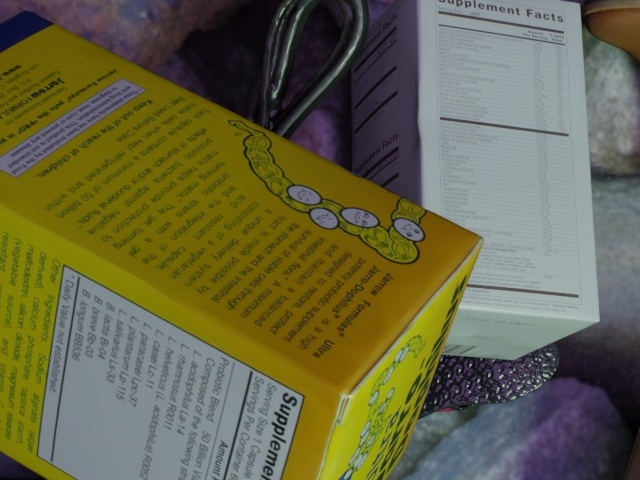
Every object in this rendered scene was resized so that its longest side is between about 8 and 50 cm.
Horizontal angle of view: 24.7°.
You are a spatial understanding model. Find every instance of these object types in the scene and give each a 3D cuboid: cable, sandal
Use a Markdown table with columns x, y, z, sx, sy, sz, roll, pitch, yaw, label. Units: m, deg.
| x | y | z | sx | sy | sz | roll | pitch | yaw | label |
| --- | --- | --- | --- | --- | --- | --- | --- | --- | --- |
| -0.061 | -0.062 | 1.061 | 0.287 | 0.072 | 0.139 | -44 | 75 | 19 | cable |
| 0.097 | 0.107 | 1.143 | 0.179 | 0.040 | 0.067 | -19 | 83 | 5 | sandal |

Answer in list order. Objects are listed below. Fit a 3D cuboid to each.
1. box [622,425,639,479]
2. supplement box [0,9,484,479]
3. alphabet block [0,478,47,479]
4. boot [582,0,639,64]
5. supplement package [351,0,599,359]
| x | y | z | sx | sy | sz | roll | pitch | yaw | label |
| --- | --- | --- | --- | --- | --- | --- | --- | --- | --- |
| 0.281 | 0.329 | 1.067 | 0.191 | 0.143 | 0.381 | 17 | 82 | 21 | box |
| -0.112 | 0.034 | 0.929 | 0.356 | 0.194 | 0.195 | 28 | 38 | 15 | supplement box |
| -0.145 | 0.267 | 1.011 | 0.193 | 0.197 | 0.192 | 3 | 85 | -8 | alphabet block |
| 0.289 | -0.105 | 1.167 | 0.197 | 0.073 | 0.152 | 15 | 88 | -4 | boot |
| 0.108 | -0.048 | 1.068 | 0.139 | 0.134 | 0.244 | 7 | 72 | -19 | supplement package |
